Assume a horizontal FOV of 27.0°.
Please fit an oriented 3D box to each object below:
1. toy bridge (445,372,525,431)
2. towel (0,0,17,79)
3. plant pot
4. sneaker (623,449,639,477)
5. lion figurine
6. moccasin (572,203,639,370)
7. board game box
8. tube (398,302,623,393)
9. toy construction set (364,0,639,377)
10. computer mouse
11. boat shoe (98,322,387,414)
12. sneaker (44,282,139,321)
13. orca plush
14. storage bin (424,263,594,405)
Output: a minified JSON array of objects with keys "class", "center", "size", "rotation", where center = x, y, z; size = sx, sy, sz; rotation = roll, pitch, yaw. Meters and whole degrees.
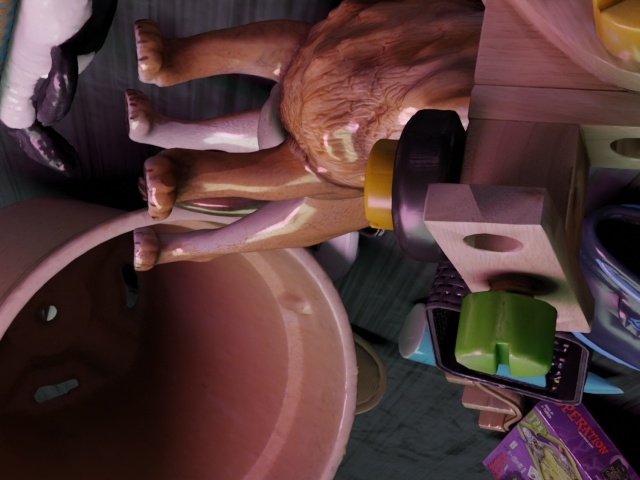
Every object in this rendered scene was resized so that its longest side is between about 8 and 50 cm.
[{"class":"toy bridge","center":[0.183,0.168,1.414],"size":[0.063,0.026,0.188],"rotation":[8,159,22]},{"class":"towel","center":[-0.264,-0.187,0.687],"size":[0.271,0.040,0.370],"rotation":[41,158,-5]},{"class":"plant pot","center":[-0.189,0.098,1.137],"size":[0.334,0.334,0.305],"rotation":[31,177,-34]},{"class":"sneaker","center":[0.442,0.270,1.376],"size":[0.124,0.107,0.283],"rotation":[18,171,-29]},{"class":"lion figurine","center":[0.008,-0.057,0.800],"size":[0.240,0.142,0.392],"rotation":[-5,180,-11]},{"class":"moccasin","center":[0.311,0.070,0.845],"size":[0.342,0.138,0.117],"rotation":[14,157,10]},{"class":"board game box","center":[0.279,0.284,1.452],"size":[0.208,0.056,0.347],"rotation":[49,167,12]},{"class":"tube","center":[0.175,0.112,1.240],"size":[0.207,0.052,0.080],"rotation":[18,173,-18]},{"class":"toy construction set","center":[0.142,-0.067,0.449],"size":[0.257,0.237,0.309],"rotation":[19,161,-3]},{"class":"computer mouse","center":[0.000,0.000,1.083],"size":[0.106,0.042,0.193],"rotation":[16,161,5]},{"class":"boat shoe","center":[-0.084,0.122,1.388],"size":[0.302,0.113,0.103],"rotation":[9,173,-7]},{"class":"sneaker","center":[-0.237,0.061,1.434],"size":[0.123,0.106,0.290],"rotation":[0,164,-9]},{"class":"orca plush","center":[-0.127,-0.127,0.746],"size":[0.102,0.151,0.287],"rotation":[-14,151,-20]},{"class":"storage bin","center":[0.153,0.054,1.027],"size":[0.122,0.084,0.180],"rotation":[14,160,14]}]
